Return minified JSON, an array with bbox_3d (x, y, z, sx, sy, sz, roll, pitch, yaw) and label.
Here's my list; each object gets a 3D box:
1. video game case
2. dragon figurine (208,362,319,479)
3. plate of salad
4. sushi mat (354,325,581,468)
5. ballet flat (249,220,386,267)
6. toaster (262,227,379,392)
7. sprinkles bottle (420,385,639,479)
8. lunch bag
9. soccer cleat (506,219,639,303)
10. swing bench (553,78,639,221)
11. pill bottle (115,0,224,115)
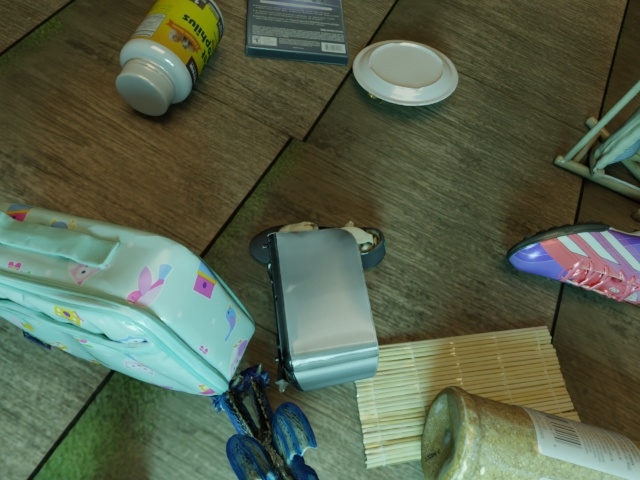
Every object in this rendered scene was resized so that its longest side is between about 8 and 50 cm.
[{"bbox_3d":[-0.050,-0.467,0.946,0.195,0.026,0.274,2,61,-10],"label":"video game case"},{"bbox_3d":[-0.042,0.229,0.481,0.085,0.289,0.144,-25,108,-19],"label":"dragon figurine"},{"bbox_3d":[0.160,-0.314,0.892,0.199,0.048,0.200,1,54,-2],"label":"plate of salad"},{"bbox_3d":[0.199,0.205,0.643,0.316,0.019,0.152,-4,62,-12],"label":"sushi mat"},{"bbox_3d":[0.000,0.000,0.683,0.203,0.074,0.074,4,62,-8],"label":"ballet flat"},{"bbox_3d":[0.001,0.094,0.570,0.110,0.168,0.186,-9,63,0],"label":"toaster"},{"bbox_3d":[0.303,0.274,0.556,0.355,0.121,0.121,17,61,-6],"label":"sprinkles bottle"},{"bbox_3d":[-0.227,0.063,0.490,0.279,0.224,0.108,9,60,21],"label":"lunch bag"},{"bbox_3d":[0.447,0.042,0.729,0.318,0.109,0.117,1,66,-13],"label":"soccer cleat"},{"bbox_3d":[0.597,-0.170,0.782,0.254,0.253,0.165,42,63,12],"label":"swing bench"},{"bbox_3d":[-0.247,-0.310,0.772,0.117,0.117,0.215,18,61,-1],"label":"pill bottle"}]
